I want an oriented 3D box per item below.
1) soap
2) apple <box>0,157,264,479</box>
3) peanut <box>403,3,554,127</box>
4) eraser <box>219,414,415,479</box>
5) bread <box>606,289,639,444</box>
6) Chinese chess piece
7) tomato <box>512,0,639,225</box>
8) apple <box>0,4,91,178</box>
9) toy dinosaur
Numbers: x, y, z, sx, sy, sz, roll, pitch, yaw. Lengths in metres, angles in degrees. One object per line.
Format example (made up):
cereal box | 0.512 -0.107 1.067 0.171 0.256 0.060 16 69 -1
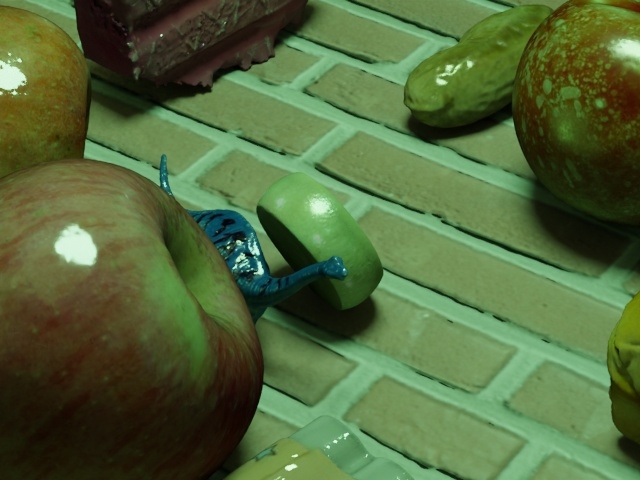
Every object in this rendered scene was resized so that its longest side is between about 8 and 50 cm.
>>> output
soap | -0.132 -0.302 2.039 0.325 0.220 0.127 -32 50 -29
apple | -0.212 0.094 1.483 0.269 0.345 0.344 -32 38 9
peanut | 0.187 -0.195 1.977 0.226 0.095 0.108 -33 31 -27
eraser | -0.061 0.264 1.416 0.290 0.087 0.171 -32 49 -30
bread | 0.417 0.138 1.483 0.344 0.148 0.195 26 47 32
Chinese chess piece | 0.000 0.000 1.698 0.058 0.144 0.144 -40 48 -12
tomato | 0.323 -0.124 1.771 0.270 0.222 0.270 17 21 -7
apple | -0.351 -0.116 1.788 0.254 0.253 0.253 -2 38 2
toy dinosaur | -0.098 0.030 1.677 0.076 0.144 0.329 20 7 -39
